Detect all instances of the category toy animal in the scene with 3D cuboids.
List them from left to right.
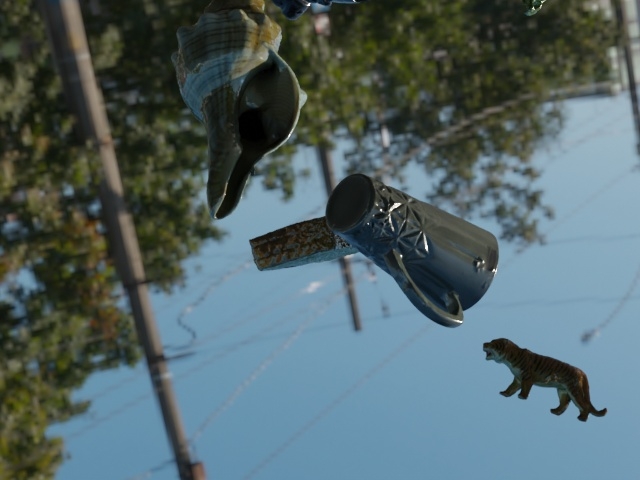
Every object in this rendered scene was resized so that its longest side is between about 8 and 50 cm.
[{"bbox_3d":[0.394,0.246,2.264,0.241,0.099,0.057,18,168,10],"label":"toy animal"}]

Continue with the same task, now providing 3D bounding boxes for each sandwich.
[{"bbox_3d":[0.000,0.000,2.215,0.186,0.065,0.214,-17,174,32],"label":"sandwich"}]

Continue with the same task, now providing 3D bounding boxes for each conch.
[{"bbox_3d":[-0.119,-0.215,1.880,0.203,0.386,0.169,2,175,-6],"label":"conch"}]

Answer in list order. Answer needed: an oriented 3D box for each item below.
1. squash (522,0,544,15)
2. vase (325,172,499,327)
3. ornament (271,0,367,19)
[{"bbox_3d":[0.434,-0.618,2.483,0.118,0.371,0.118,2,174,0],"label":"squash"},{"bbox_3d":[0.144,0.009,2.022,0.156,0.251,0.301,-33,135,30],"label":"vase"},{"bbox_3d":[0.012,-0.468,2.021,0.260,0.251,0.106,-7,-128,39],"label":"ornament"}]
